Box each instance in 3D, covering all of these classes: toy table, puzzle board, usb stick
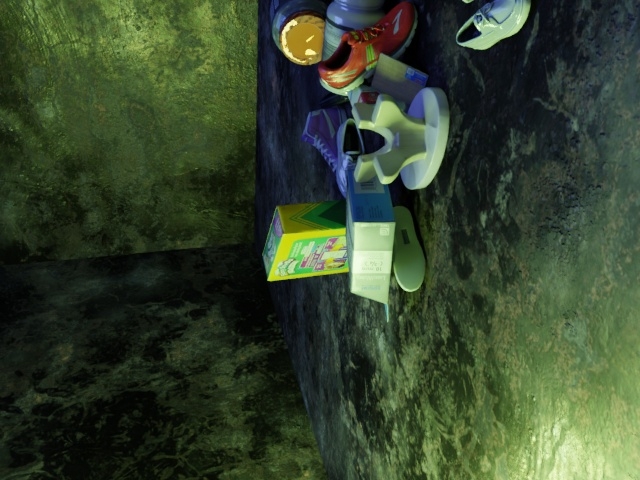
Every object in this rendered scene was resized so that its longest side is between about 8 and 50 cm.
[{"bbox_3d":[0.180,-0.230,1.413,0.252,0.160,0.274,-112,23,-47],"label":"toy table"},{"bbox_3d":[0.190,-0.384,1.446,0.011,0.128,0.096,-53,-13,-37],"label":"puzzle board"},{"bbox_3d":[0.061,-0.463,1.945,0.045,0.077,0.278,53,171,-14],"label":"usb stick"}]

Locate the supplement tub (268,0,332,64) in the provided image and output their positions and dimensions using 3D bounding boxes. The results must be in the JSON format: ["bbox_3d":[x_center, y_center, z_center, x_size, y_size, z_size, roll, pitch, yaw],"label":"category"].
[{"bbox_3d":[-0.055,-0.672,1.807,0.194,0.193,0.316,100,166,-45],"label":"supplement tub"}]

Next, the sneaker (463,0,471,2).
[{"bbox_3d":[0.247,-0.519,1.164,0.292,0.108,0.169,137,129,-70],"label":"sneaker"}]

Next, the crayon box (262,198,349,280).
[{"bbox_3d":[0.000,0.000,1.864,0.363,0.312,0.106,116,146,-62],"label":"crayon box"}]

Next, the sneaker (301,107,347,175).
[{"bbox_3d":[0.019,-0.298,1.992,0.102,0.160,0.282,131,131,-68],"label":"sneaker"}]

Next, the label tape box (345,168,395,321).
[{"bbox_3d":[0.122,0.016,1.582,0.241,0.105,0.334,-93,2,-53],"label":"label tape box"}]

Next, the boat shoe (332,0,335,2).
[{"bbox_3d":[0.066,-0.825,1.761,0.118,0.103,0.321,138,124,-82],"label":"boat shoe"}]

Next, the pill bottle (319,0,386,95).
[{"bbox_3d":[0.090,-0.552,1.632,0.161,0.161,0.283,-111,22,-46],"label":"pill bottle"}]

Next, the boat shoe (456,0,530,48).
[{"bbox_3d":[0.303,-0.394,1.079,0.184,0.063,0.066,-173,78,-75],"label":"boat shoe"}]

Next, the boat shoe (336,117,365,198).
[{"bbox_3d":[0.093,-0.248,1.852,0.084,0.095,0.258,122,140,-73],"label":"boat shoe"}]

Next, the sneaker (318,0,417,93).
[{"bbox_3d":[0.112,-0.471,1.450,0.279,0.118,0.107,-41,50,17],"label":"sneaker"}]

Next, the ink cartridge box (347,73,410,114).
[{"bbox_3d":[0.141,-0.385,1.559,0.072,0.127,0.175,105,155,-50],"label":"ink cartridge box"}]

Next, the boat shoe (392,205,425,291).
[{"bbox_3d":[0.217,0.026,1.547,0.081,0.079,0.228,84,179,-69],"label":"boat shoe"}]
